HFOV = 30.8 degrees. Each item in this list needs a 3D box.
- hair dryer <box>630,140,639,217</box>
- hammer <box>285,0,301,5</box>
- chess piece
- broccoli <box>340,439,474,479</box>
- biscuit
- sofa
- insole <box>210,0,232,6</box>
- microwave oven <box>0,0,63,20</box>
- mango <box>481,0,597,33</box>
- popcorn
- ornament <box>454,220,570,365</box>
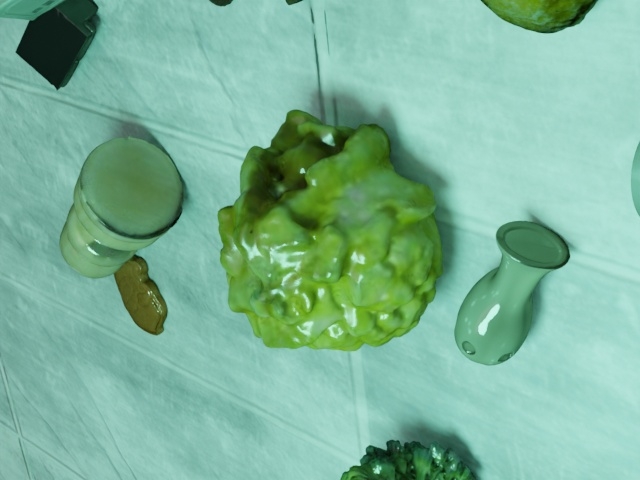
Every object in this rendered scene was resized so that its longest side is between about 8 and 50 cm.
[{"bbox_3d":[0.362,0.067,0.913,0.173,0.107,0.357,13,128,48],"label":"hair dryer"},{"bbox_3d":[0.056,-0.275,1.098,0.297,0.027,0.125,-8,102,51],"label":"hammer"},{"bbox_3d":[-0.290,-0.023,1.588,0.143,0.142,0.261,57,147,5],"label":"chess piece"},{"bbox_3d":[0.101,0.331,1.259,0.199,0.177,0.275,56,-170,-28],"label":"broccoli"},{"bbox_3d":[-0.268,0.080,1.714,0.102,0.019,0.131,-7,108,52],"label":"biscuit"},{"bbox_3d":[-0.343,-0.276,1.553,0.085,0.060,0.147,43,143,-4],"label":"sofa"},{"bbox_3d":[-0.112,-0.402,1.231,0.111,0.007,0.328,32,134,35],"label":"insole"},{"bbox_3d":[-0.368,-0.392,1.403,0.162,0.122,0.208,-27,91,17],"label":"microwave oven"},{"bbox_3d":[0.182,-0.283,0.838,0.177,0.175,0.329,56,160,8],"label":"mango"},{"bbox_3d":[0.000,0.000,1.199,0.259,0.212,0.259,27,136,29],"label":"popcorn"},{"bbox_3d":[0.180,0.056,1.131,0.074,0.081,0.156,15,132,-2],"label":"ornament"}]
